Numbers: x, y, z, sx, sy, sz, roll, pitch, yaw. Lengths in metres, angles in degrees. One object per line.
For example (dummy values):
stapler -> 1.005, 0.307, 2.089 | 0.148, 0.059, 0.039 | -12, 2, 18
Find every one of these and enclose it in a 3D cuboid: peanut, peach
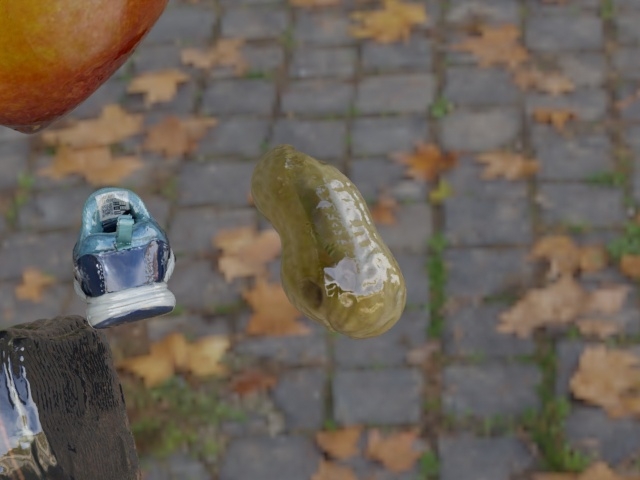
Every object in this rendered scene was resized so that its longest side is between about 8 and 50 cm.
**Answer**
peanut -> 0.000, 0.000, 1.965 | 0.110, 0.120, 0.236 | -14, 60, -37
peach -> -0.263, -0.254, 1.618 | 0.308, 0.332, 0.308 | 2, 18, -1

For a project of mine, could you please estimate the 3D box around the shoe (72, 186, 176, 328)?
shoe -> -0.119, 0.004, 1.125 | 0.064, 0.071, 0.143 | -10, 16, -4

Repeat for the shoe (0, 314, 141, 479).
shoe -> -0.275, 0.158, 1.428 | 0.237, 0.171, 0.384 | -17, -2, 4
